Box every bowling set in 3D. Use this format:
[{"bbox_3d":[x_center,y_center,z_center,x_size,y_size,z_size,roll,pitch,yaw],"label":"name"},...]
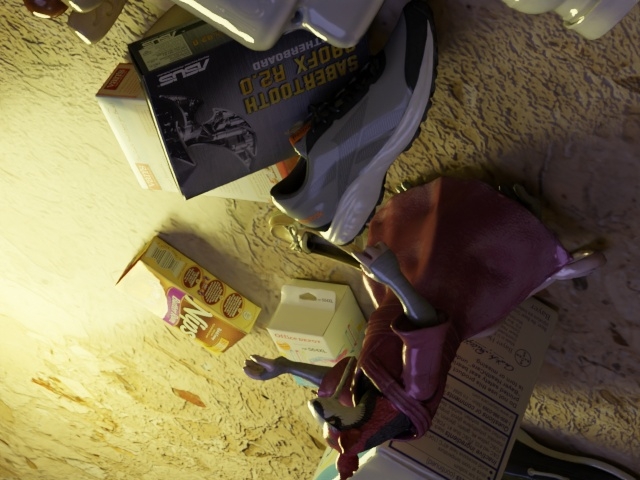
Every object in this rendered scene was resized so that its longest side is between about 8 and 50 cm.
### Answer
[{"bbox_3d":[-0.237,-0.303,1.355,0.287,0.154,0.200,43,166,-34],"label":"bowling set"}]

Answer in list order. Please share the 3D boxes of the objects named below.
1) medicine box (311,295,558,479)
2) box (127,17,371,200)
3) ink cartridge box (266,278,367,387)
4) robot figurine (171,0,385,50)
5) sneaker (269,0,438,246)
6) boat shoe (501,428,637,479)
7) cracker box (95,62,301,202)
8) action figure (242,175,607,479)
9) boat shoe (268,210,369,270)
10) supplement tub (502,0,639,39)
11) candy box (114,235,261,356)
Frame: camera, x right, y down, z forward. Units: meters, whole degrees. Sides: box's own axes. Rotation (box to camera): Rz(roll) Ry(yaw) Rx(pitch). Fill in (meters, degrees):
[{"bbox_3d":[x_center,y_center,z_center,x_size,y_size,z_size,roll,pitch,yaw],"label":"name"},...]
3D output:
[{"bbox_3d":[0.131,0.211,1.621,0.149,0.289,0.263,31,146,-5],"label":"medicine box"},{"bbox_3d":[-0.062,-0.158,1.348,0.183,0.231,0.056,78,166,-48],"label":"box"},{"bbox_3d":[0.000,0.122,1.776,0.092,0.090,0.143,5,140,31],"label":"ink cartridge box"},{"bbox_3d":[-0.093,-0.304,1.167,0.353,0.199,0.300,31,-177,-3],"label":"robot figurine"},{"bbox_3d":[0.037,-0.120,1.331,0.108,0.100,0.271,22,115,-13],"label":"sneaker"},{"bbox_3d":[0.317,0.342,1.841,0.303,0.091,0.114,20,146,12],"label":"boat shoe"},{"bbox_3d":[-0.131,-0.126,1.559,0.232,0.067,0.155,7,140,27],"label":"cracker box"},{"bbox_3d":[0.102,0.109,1.435,0.276,0.370,0.248,33,149,-14],"label":"action figure"},{"bbox_3d":[0.001,0.001,1.652,0.153,0.048,0.056,16,144,17],"label":"boat shoe"},{"bbox_3d":[0.144,-0.297,1.026,0.272,0.191,0.191,32,146,-5],"label":"supplement tub"},{"bbox_3d":[-0.189,0.082,1.891,0.187,0.053,0.109,34,145,-11],"label":"candy box"}]
